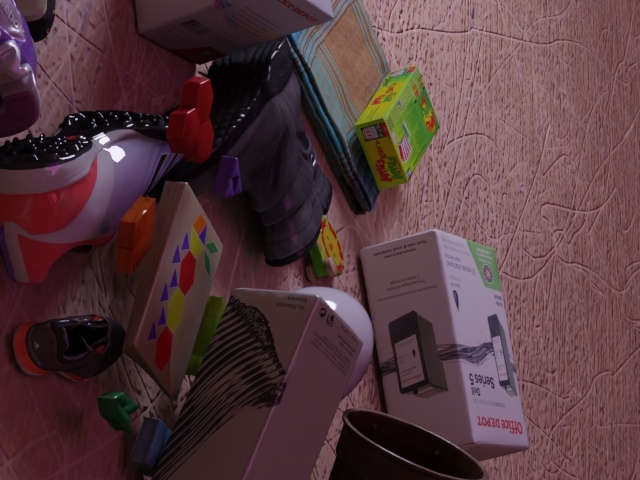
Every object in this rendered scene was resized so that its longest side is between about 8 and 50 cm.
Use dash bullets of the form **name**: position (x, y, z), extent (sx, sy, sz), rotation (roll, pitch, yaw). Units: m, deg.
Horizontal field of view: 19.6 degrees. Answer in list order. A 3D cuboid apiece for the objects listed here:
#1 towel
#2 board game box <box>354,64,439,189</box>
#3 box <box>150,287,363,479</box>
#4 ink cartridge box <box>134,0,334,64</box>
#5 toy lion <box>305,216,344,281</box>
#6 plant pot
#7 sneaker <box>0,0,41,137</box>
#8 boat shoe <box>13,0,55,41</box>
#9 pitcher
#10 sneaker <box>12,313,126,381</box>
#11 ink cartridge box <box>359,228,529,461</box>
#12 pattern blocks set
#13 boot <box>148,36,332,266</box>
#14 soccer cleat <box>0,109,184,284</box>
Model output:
- **towel**: position (0.017, -0.249, 2.355), extent (0.370, 0.040, 0.271), rotation (64, 27, -22)
- **board game box**: position (0.100, -0.147, 2.387), extent (0.092, 0.043, 0.181), rotation (68, 25, -20)
- **box**: position (-0.069, 0.185, 1.733), extent (0.094, 0.113, 0.275), rotation (48, 55, -43)
- **ink cartridge box**: position (-0.095, -0.284, 1.971), extent (0.128, 0.176, 0.127), rotation (25, 54, -60)
- **toy lion**: position (0.000, 0.000, 2.187), extent (0.096, 0.034, 0.100), rotation (-61, 130, -66)
- **plant pot**: position (0.070, 0.288, 1.962), extent (0.167, 0.167, 0.165), rotation (2, 113, -64)
- **sneaker**: position (-0.310, -0.205, 1.588), extent (0.104, 0.095, 0.236), rotation (-82, 152, -54)
- **boat shoe**: position (-0.272, -0.244, 1.738), extent (0.042, 0.049, 0.133), rotation (88, -4, -55)
- **pitcher**: position (-0.024, 0.153, 1.952), extent (0.207, 0.125, 0.178), rotation (-37, 122, -53)
- **sneaker**: position (-0.206, 0.093, 1.650), extent (0.158, 0.065, 0.061), rotation (-7, 83, -65)
- **ink cartridge box**: position (0.158, 0.140, 2.332), extent (0.198, 0.114, 0.273), rotation (16, 62, -62)
- **pattern blocks set**: position (-0.138, 0.043, 1.731), extent (0.285, 0.026, 0.325), rotation (73, 29, -53)
- **boot**: position (-0.070, -0.063, 1.985), extent (0.338, 0.118, 0.223), rotation (-54, 131, -54)
- **soccer cleat**: position (-0.209, -0.051, 1.709), extent (0.318, 0.108, 0.116), rotation (-33, 125, -66)
